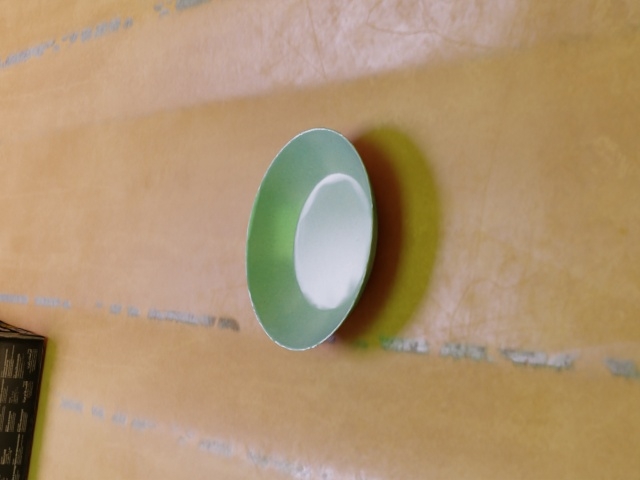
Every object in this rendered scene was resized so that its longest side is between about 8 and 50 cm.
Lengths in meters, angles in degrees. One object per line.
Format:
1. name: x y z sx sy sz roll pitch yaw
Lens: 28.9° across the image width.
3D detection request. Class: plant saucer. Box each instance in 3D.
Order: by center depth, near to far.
1. plant saucer: 0.000 0.000 1.080 0.195 0.037 0.195 -15 72 53

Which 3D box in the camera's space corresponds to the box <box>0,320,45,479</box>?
1. box: -0.473 0.267 1.681 0.257 0.079 0.322 9 90 58
